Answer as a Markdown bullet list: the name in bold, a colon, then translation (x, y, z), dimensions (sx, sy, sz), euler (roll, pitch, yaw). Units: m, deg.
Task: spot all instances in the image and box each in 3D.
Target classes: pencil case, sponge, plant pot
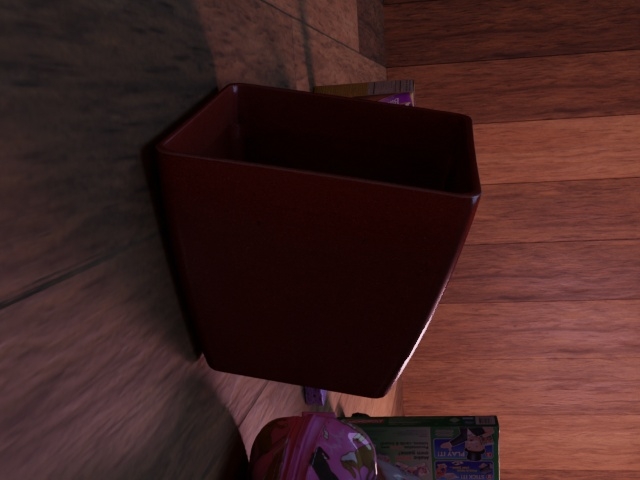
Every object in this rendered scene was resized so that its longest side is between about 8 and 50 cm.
- **pencil case**: translation (-0.032, 0.327, 0.764), dimensions (0.167, 0.160, 0.386), euler (-48, -172, 21)
- **sponge**: translation (0.001, 0.176, 1.348), dimensions (0.210, 0.031, 0.117), euler (-69, 155, -66)
- **plant pot**: translation (0.000, 0.000, 0.789), dimensions (0.267, 0.267, 0.235), euler (-70, 169, -65)

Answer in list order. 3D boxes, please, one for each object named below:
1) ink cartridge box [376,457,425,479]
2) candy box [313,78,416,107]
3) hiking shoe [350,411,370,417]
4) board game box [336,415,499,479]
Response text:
- **ink cartridge box**: translation (0.068, 0.442, 0.934), dimensions (0.223, 0.129, 0.307), euler (117, -2, -85)
- **candy box**: translation (0.085, -0.237, 1.473), dimensions (0.053, 0.187, 0.109), euler (-81, 165, -47)
- **hiking shoe**: translation (0.126, 0.487, 1.717), dimensions (0.113, 0.132, 0.304), euler (-79, 163, -54)
- **board game box**: translation (0.192, 0.452, 1.562), dimensions (0.046, 0.318, 0.213), euler (-66, 153, -71)
